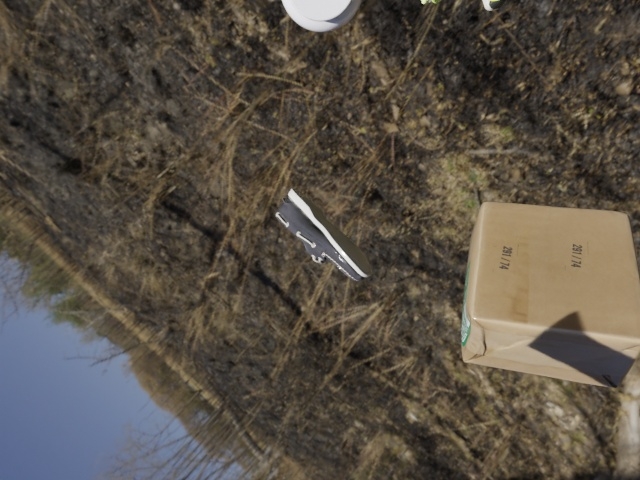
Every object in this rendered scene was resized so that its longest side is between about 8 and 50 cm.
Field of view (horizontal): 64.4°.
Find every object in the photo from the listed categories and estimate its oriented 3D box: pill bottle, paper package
[{"bbox_3d":[0.006,-0.579,1.164,0.188,0.187,0.334,50,-164,-18],"label":"pill bottle"},{"bbox_3d":[0.451,0.092,1.021,0.309,0.325,0.168,6,139,15],"label":"paper package"}]

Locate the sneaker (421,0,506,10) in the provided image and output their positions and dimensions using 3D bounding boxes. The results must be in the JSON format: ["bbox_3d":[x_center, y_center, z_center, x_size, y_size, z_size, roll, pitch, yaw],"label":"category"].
[{"bbox_3d":[0.173,-0.503,0.894,0.384,0.147,0.145,9,-160,2],"label":"sneaker"}]

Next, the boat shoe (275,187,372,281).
[{"bbox_3d":[0.000,0.000,0.503,0.125,0.038,0.046,47,-164,23],"label":"boat shoe"}]
